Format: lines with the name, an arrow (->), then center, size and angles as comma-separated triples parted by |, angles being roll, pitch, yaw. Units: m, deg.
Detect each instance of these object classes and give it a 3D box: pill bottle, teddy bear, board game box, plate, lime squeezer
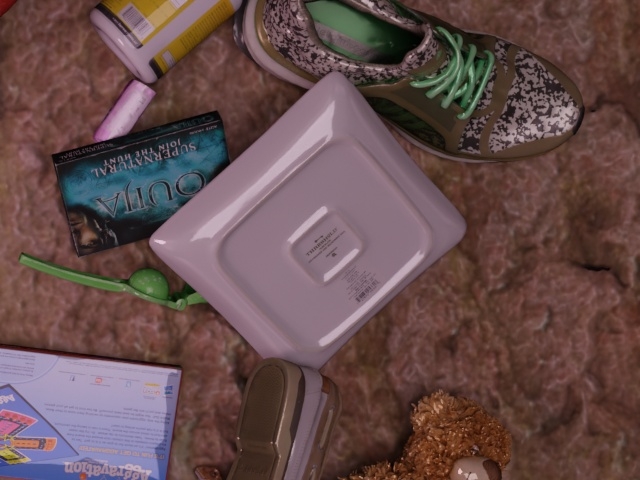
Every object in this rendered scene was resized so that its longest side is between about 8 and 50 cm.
pill bottle -> -0.150, -0.263, 1.848 | 0.184, 0.103, 0.103 | -42, 102, -6
teddy bear -> 0.103, 0.338, 1.955 | 0.338, 0.113, 0.245 | -38, 104, -7
board game box -> -0.300, 0.193, 1.893 | 0.281, 0.027, 0.145 | 8, 91, -13
board game box -> -0.188, -0.060, 1.869 | 0.186, 0.026, 0.126 | -16, 126, -10
plate -> 0.000, 0.000, 1.878 | 0.277, 0.045, 0.278 | -43, 123, -1
lime squeezer -> -0.166, 0.028, 1.882 | 0.310, 0.059, 0.110 | -15, 125, -10

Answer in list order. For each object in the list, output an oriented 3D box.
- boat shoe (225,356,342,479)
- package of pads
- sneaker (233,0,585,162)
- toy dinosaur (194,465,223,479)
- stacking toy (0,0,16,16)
boat shoe -> -0.049, 0.285, 1.884 | 0.103, 0.113, 0.302 | 19, 87, -38
package of pads -> -0.214, -0.136, 1.871 | 0.032, 0.050, 0.083 | 35, 87, -13
sneaker -> 0.111, -0.185, 1.873 | 0.410, 0.182, 0.158 | 17, 91, -14
toy dinosaur -> -0.117, 0.362, 1.930 | 0.112, 0.064, 0.211 | -15, 98, -12
stacking toy -> -0.355, -0.375, 1.735 | 0.480, 0.351, 0.350 | -42, 103, -25
